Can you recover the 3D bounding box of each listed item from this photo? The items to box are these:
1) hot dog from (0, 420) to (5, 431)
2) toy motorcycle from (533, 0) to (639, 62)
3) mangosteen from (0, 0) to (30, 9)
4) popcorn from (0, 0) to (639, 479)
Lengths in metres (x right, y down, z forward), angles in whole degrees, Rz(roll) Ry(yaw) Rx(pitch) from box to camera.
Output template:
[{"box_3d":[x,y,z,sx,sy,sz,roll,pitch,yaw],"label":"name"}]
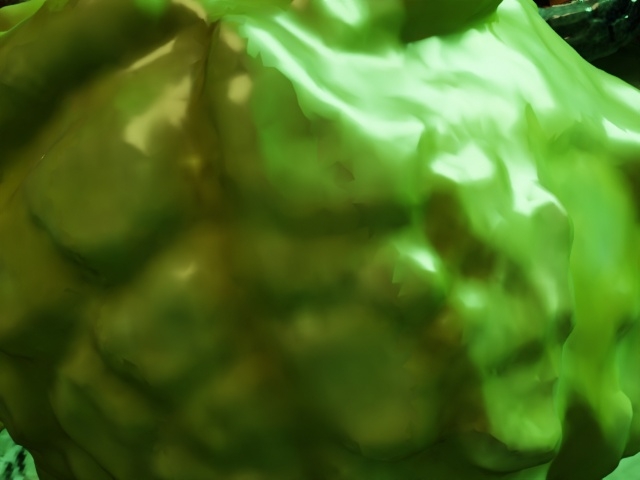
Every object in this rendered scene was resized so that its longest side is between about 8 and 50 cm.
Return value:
[{"box_3d":[-0.214,0.084,0.680,0.249,0.068,0.100,-27,43,-15],"label":"hot dog"},{"box_3d":[0.156,-0.174,0.921,0.171,0.089,0.298,-5,32,16],"label":"toy motorcycle"},{"box_3d":[-0.081,-0.085,0.781,0.166,0.180,0.166,-14,-1,0],"label":"mangosteen"},{"box_3d":[0.000,0.000,0.567,0.195,0.256,0.255,-29,53,55],"label":"popcorn"}]
